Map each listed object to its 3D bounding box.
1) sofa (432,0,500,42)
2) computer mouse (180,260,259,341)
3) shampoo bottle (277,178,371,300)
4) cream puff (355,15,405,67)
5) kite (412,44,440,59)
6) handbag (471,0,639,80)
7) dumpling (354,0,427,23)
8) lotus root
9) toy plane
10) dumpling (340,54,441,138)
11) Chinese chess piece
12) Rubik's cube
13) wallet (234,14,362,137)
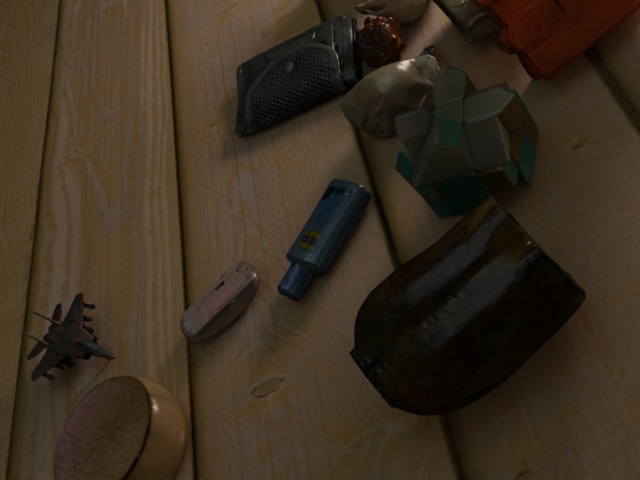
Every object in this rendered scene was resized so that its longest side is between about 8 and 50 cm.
[{"bbox_3d":[0.327,-0.562,1.591,0.175,0.225,0.210,-22,46,0],"label":"sofa"},{"bbox_3d":[-0.204,0.128,1.611,0.199,0.045,0.102,-45,43,1],"label":"computer mouse"},{"bbox_3d":[0.000,0.000,1.543,0.103,0.061,0.259,16,70,44],"label":"shampoo bottle"},{"bbox_3d":[0.134,-0.439,1.747,0.122,0.094,0.116,-46,72,21],"label":"cream puff"},{"bbox_3d":[0.202,-0.389,1.688,0.139,0.011,0.156,-43,19,-30],"label":"kite"},{"bbox_3d":[0.386,-0.528,1.401,0.303,0.410,0.116,-39,13,8],"label":"handbag"},{"bbox_3d":[0.172,-0.549,1.792,0.181,0.155,0.111,10,95,1],"label":"dumpling"},{"bbox_3d":[0.207,0.113,1.183,0.346,0.250,0.250,-40,44,7],"label":"lotus root"},{"bbox_3d":[-0.540,0.231,1.747,0.326,0.104,0.223,11,67,37],"label":"toy plane"},{"bbox_3d":[0.152,-0.284,1.617,0.228,0.124,0.152,-20,85,31],"label":"dumpling"},{"bbox_3d":[-0.384,0.392,1.502,0.269,0.112,0.270,-21,48,25],"label":"Chinese chess piece"},{"bbox_3d":[0.246,-0.180,1.384,0.265,0.213,0.225,-8,56,36],"label":"Rubik's cube"},{"bbox_3d":[-0.064,-0.400,1.885,0.341,0.075,0.237,-20,52,24],"label":"wallet"}]
